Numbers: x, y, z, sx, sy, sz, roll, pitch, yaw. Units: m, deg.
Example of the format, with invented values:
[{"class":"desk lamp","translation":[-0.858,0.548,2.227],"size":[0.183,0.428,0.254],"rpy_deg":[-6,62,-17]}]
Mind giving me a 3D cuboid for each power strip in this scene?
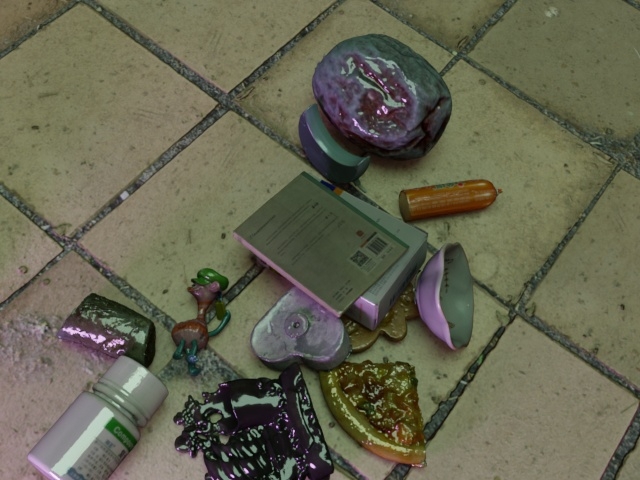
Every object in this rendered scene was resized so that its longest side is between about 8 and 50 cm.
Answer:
[{"class":"power strip","translation":[0.031,-0.190,1.729],"size":[0.044,0.137,0.216],"rpy_deg":[-36,78,-30]}]

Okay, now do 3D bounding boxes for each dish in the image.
[{"class":"dish","translation":[0.242,0.111,1.590],"size":[0.081,0.229,0.229],"rpy_deg":[-6,58,26]}]

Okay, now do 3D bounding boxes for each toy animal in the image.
[{"class":"toy animal","translation":[-0.228,0.160,1.541],"size":[0.103,0.100,0.208],"rpy_deg":[26,50,-19]}]

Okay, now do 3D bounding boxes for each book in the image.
[{"class":"book","translation":[0.000,0.000,1.543],"size":[0.283,0.025,0.215],"rpy_deg":[38,65,23]}]

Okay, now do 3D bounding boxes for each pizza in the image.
[{"class":"pizza","translation":[0.121,0.304,1.523],"size":[0.197,0.058,0.292],"rpy_deg":[-36,72,-23]}]

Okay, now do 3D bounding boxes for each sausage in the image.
[{"class":"sausage","translation":[0.293,-0.094,1.751],"size":[0.234,0.071,0.071],"rpy_deg":[-10,64,-13]}]

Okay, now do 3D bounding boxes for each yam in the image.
[{"class":"yam","translation":[-0.396,0.170,1.505],"size":[0.183,0.107,0.107],"rpy_deg":[24,62,2]}]

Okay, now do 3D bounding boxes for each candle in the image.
[{"class":"candle","translation":[-0.036,0.168,1.540],"size":[0.192,0.068,0.168],"rpy_deg":[-4,62,12]}]

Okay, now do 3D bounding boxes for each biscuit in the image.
[{"class":"biscuit","translation":[0.092,0.144,1.616],"size":[0.249,0.035,0.184],"rpy_deg":[-29,66,-20]}]

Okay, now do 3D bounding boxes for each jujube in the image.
[{"class":"jujube","translation":[0.144,-0.315,1.761],"size":[0.246,0.215,0.308],"rpy_deg":[-43,86,13]}]

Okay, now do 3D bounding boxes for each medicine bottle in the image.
[{"class":"medicine bottle","translation":[-0.387,0.329,1.399],"size":[0.139,0.139,0.237],"rpy_deg":[32,61,10]}]

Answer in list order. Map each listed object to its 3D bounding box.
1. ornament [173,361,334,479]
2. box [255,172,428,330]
[{"class":"ornament","translation":[-0.131,0.365,1.443],"size":[0.261,0.106,0.251],"rpy_deg":[-18,64,-11]},{"class":"box","translation":[0.040,0.018,1.609],"size":[0.300,0.106,0.200],"rpy_deg":[28,61,21]}]
